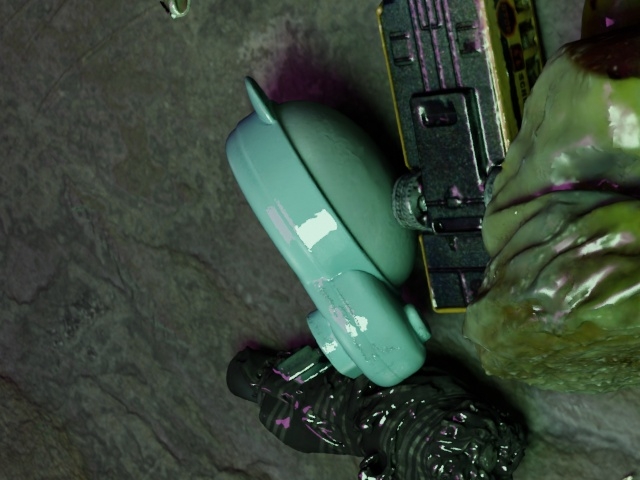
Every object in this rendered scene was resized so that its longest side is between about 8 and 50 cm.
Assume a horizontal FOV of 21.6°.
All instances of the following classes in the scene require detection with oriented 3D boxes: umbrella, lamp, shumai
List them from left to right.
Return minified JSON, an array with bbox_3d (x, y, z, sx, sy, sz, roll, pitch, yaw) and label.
[{"bbox_3d":[0.011,-0.005,1.476,0.147,0.209,0.284,-15,76,14],"label":"lamp"},{"bbox_3d":[0.027,0.164,1.562,0.337,0.154,0.128,17,75,32],"label":"umbrella"},{"bbox_3d":[0.255,-0.031,1.289,0.304,0.309,0.263,114,154,-75],"label":"shumai"}]

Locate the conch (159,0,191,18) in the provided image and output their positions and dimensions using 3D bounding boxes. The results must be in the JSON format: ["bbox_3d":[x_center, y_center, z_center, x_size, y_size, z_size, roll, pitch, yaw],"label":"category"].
[{"bbox_3d":[-0.119,-0.318,1.526,0.234,0.114,0.137,52,132,40],"label":"conch"}]

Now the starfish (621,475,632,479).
[{"bbox_3d":[0.272,0.248,1.482,0.086,0.016,0.092,3,113,36],"label":"starfish"}]

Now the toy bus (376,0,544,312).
[{"bbox_3d":[0.127,-0.110,1.402,0.121,0.123,0.335,-3,103,40],"label":"toy bus"}]

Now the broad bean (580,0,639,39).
[{"bbox_3d":[0.280,-0.226,1.281,0.077,0.061,0.339,48,129,6],"label":"broad bean"}]
